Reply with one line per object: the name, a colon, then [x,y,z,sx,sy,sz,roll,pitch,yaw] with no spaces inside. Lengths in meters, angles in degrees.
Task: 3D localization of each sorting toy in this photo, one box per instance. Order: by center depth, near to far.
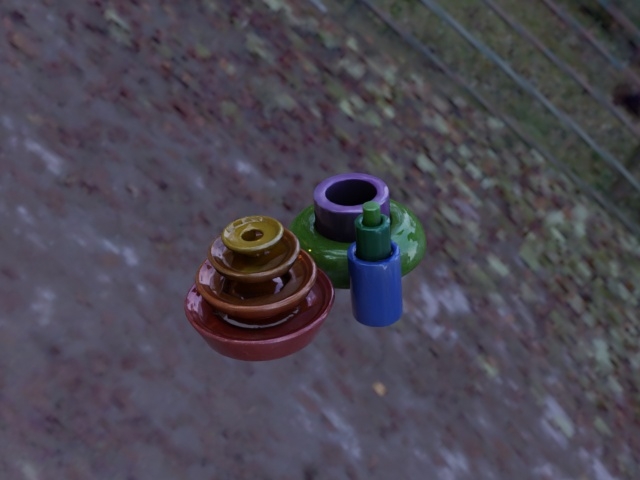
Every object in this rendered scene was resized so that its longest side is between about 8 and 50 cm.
sorting toy: [0.000,0.000,0.413,0.061,0.042,0.102,19,40,31]
